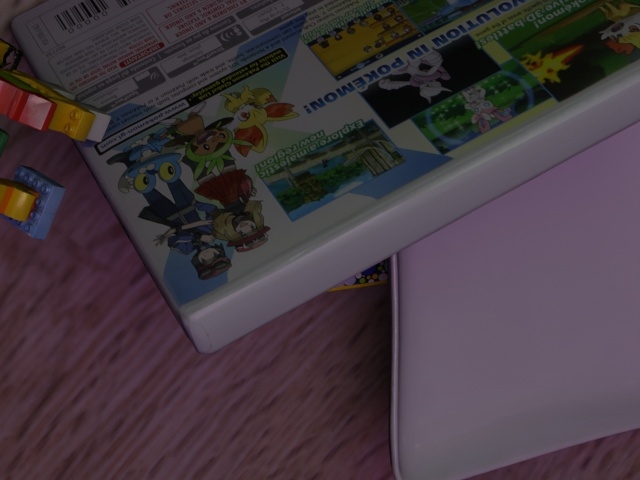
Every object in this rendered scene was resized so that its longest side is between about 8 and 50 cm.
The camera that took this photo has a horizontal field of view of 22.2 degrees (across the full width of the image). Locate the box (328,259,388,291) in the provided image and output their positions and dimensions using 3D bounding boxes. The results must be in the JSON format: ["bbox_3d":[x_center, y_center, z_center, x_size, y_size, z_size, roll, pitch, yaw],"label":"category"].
[{"bbox_3d":[0.000,0.000,1.038,0.169,0.054,0.059,-8,102,-14],"label":"box"}]

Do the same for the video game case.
[{"bbox_3d":[0.019,-0.113,0.909,0.329,0.300,0.036,-28,135,-8],"label":"video game case"}]

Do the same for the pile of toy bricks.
[{"bbox_3d":[-0.228,-0.073,0.885,0.105,0.212,0.118,13,104,-53],"label":"pile of toy bricks"}]

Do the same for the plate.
[{"bbox_3d":[0.142,-0.003,1.042,0.278,0.045,0.277,-10,101,-33],"label":"plate"}]
